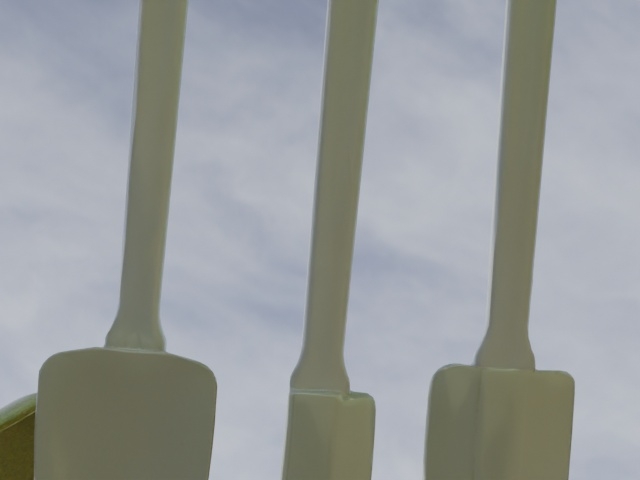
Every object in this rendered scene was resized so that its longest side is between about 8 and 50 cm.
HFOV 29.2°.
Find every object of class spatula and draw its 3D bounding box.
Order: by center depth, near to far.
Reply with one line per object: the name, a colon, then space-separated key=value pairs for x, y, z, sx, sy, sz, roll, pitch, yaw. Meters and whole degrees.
spatula: x=0.000 y=0.000 z=0.389 sx=0.168 sy=0.019 sz=0.242 roll=4 pitch=-92 yaw=2

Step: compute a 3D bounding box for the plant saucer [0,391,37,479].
plant saucer: x=-0.258 y=0.205 z=0.936 sx=0.188 sy=0.045 sz=0.188 roll=-29 pitch=-44 yaw=-17
